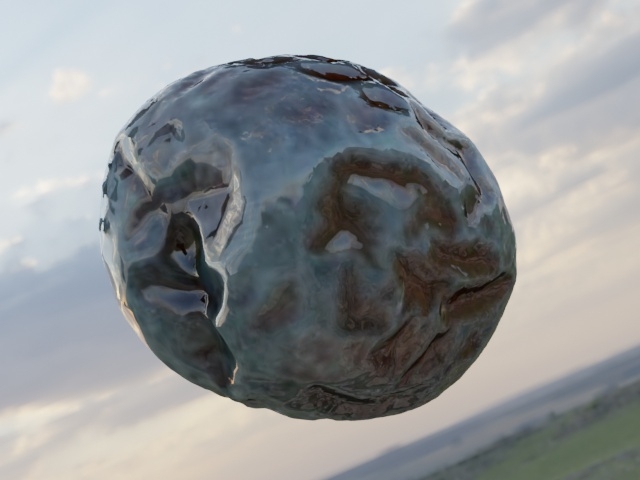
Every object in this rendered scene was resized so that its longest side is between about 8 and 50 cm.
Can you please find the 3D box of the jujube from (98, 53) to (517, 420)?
[{"bbox_3d":[0.008,0.001,0.989,0.215,0.246,0.308,-18,-9,34],"label":"jujube"}]
